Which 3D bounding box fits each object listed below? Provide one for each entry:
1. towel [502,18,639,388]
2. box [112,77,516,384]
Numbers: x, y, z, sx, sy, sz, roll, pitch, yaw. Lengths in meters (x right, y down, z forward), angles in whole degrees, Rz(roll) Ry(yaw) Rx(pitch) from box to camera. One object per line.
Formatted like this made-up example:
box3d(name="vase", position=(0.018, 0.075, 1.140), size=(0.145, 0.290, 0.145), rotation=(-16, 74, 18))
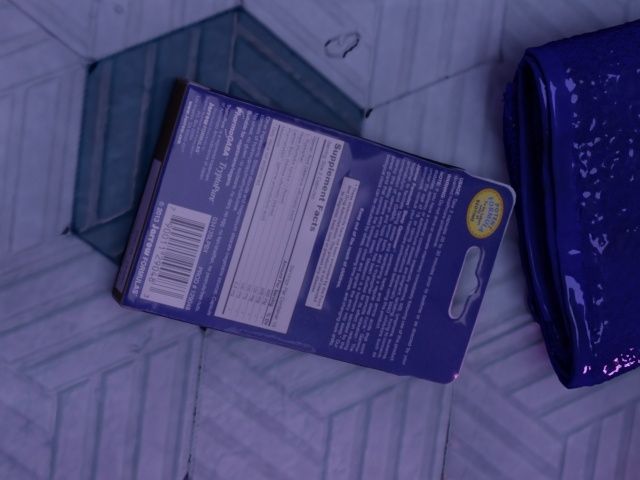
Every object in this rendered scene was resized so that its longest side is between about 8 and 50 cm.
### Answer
box3d(name="towel", position=(0.268, -0.050, 0.951), size=(0.308, 0.076, 0.228), rotation=(-15, 111, -18))
box3d(name="box", position=(0.000, 0.000, 0.871), size=(0.225, 0.036, 0.136), rotation=(16, 93, -21))
